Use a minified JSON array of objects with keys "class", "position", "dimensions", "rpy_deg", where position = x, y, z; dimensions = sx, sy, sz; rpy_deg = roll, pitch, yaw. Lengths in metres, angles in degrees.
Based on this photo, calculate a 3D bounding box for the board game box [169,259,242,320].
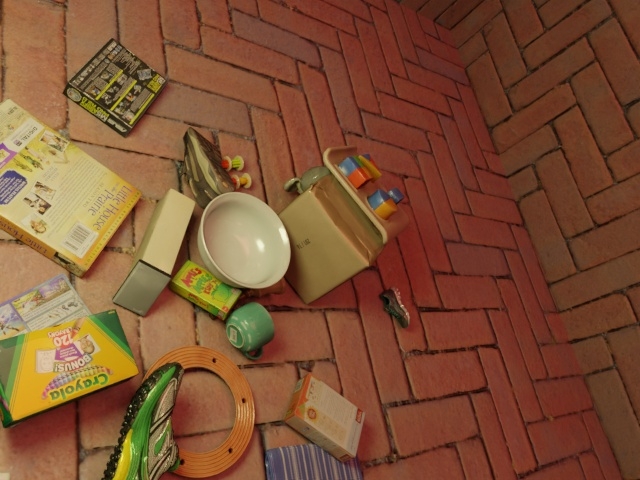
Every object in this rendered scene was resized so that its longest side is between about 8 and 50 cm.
[{"class":"board game box","position":[-0.327,0.141,1.577],"dimensions":[0.181,0.043,0.092],"rpy_deg":[30,45,2]}]

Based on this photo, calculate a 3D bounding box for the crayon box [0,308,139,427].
[{"class":"crayon box","position":[-0.561,0.271,1.208],"dimensions":[0.278,0.081,0.166],"rpy_deg":[-15,76,-47]}]

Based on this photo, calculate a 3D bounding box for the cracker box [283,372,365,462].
[{"class":"cracker box","position":[0.016,0.529,1.656],"dimensions":[0.232,0.067,0.156],"rpy_deg":[39,38,-12]}]

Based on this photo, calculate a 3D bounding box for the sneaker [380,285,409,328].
[{"class":"sneaker","position":[0.278,0.260,2.098],"dimensions":[0.076,0.065,0.167],"rpy_deg":[-14,71,-29]}]

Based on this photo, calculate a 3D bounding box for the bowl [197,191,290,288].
[{"class":"bowl","position":[-0.244,0.018,1.617],"dimensions":[0.297,0.134,0.298],"rpy_deg":[20,57,-34]}]

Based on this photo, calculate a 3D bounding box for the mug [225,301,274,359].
[{"class":"mug","position":[-0.204,0.266,1.591],"dimensions":[0.097,0.129,0.158],"rpy_deg":[-24,83,-44]}]

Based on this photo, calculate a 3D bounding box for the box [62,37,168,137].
[{"class":"box","position":[-0.627,-0.476,1.718],"dimensions":[0.216,0.060,0.270],"rpy_deg":[36,46,-21]}]

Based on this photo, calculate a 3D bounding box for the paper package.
[{"class":"paper package","position":[0.000,0.000,1.796],"dimensions":[0.310,0.324,0.168],"rpy_deg":[53,41,-1]}]

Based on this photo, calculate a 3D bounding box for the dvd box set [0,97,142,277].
[{"class":"dvd box set","position":[-0.713,-0.139,1.429],"dimensions":[0.420,0.062,0.308],"rpy_deg":[37,45,-19]}]

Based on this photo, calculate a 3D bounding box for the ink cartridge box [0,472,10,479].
[{"class":"ink cartridge box","position":[-0.661,0.526,1.013],"dimensions":[0.128,0.127,0.176],"rpy_deg":[15,56,-35]}]

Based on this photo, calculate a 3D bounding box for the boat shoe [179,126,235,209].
[{"class":"boat shoe","position":[-0.379,-0.227,1.710],"dimensions":[0.132,0.130,0.355],"rpy_deg":[41,13,-42]}]

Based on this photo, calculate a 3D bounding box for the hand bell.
[{"class":"hand bell","position":[-0.233,0.165,1.665],"dimensions":[0.242,0.126,0.126],"rpy_deg":[-33,89,-37]}]

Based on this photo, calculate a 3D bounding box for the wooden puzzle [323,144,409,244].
[{"class":"wooden puzzle","position":[0.176,-0.173,1.826],"dimensions":[0.348,0.080,0.322],"rpy_deg":[55,23,3]}]

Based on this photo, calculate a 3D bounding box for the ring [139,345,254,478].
[{"class":"ring","position":[-0.321,0.442,1.449],"dimensions":[0.336,0.032,0.337],"rpy_deg":[22,51,-31]}]

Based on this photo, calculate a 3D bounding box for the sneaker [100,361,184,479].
[{"class":"sneaker","position":[-0.387,0.452,1.283],"dimensions":[0.146,0.134,0.344],"rpy_deg":[24,69,-22]}]

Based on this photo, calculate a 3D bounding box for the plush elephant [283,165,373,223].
[{"class":"plush elephant","position":[0.028,-0.156,1.963],"dimensions":[0.255,0.271,0.330],"rpy_deg":[46,12,-44]}]

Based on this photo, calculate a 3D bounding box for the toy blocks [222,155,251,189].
[{"class":"toy blocks","position":[-0.315,-0.223,1.849],"dimensions":[0.148,0.054,0.123],"rpy_deg":[-14,76,-46]}]

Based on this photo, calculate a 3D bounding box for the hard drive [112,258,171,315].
[{"class":"hard drive","position":[-0.466,0.125,1.445],"dimensions":[0.094,0.135,0.022],"rpy_deg":[32,14,-24]}]

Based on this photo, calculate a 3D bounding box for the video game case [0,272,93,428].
[{"class":"video game case","position":[-0.640,0.240,1.260],"dimensions":[0.244,0.061,0.269],"rpy_deg":[56,42,-2]}]

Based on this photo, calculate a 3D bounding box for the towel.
[{"class":"towel","position":[-0.007,0.705,1.576],"dimensions":[0.335,0.040,0.243],"rpy_deg":[11,56,-39]}]

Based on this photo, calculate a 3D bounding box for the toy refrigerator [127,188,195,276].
[{"class":"toy refrigerator","position":[-0.441,-0.004,1.563],"dimensions":[0.094,0.102,0.270],"rpy_deg":[30,48,-26]}]
